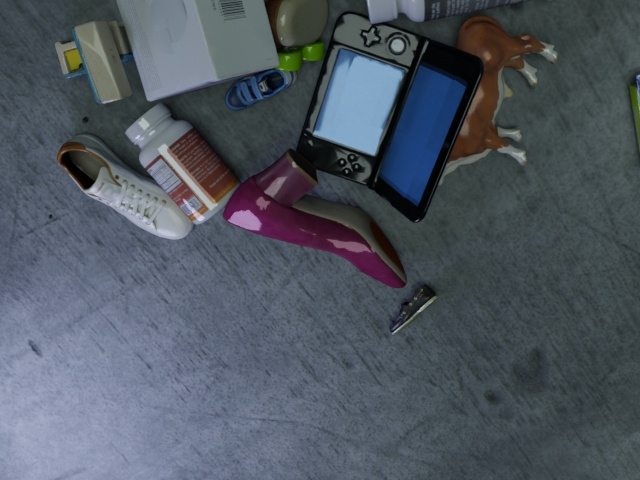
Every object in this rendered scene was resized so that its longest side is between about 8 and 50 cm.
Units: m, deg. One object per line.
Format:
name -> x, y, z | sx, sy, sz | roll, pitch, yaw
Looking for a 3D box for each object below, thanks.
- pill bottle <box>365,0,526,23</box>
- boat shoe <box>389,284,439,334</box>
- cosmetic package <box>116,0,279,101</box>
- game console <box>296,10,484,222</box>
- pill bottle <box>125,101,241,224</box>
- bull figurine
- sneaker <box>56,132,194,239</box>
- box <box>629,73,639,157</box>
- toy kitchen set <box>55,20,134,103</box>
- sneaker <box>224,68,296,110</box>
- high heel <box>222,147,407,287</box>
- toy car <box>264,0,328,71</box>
pill bottle -> 0.207, -0.442, 0.974 | 0.283, 0.161, 0.161 | -9, 110, 7
boat shoe -> 0.187, 0.145, 1.267 | 0.042, 0.049, 0.133 | 48, 117, 16
cosmetic package -> -0.208, -0.364, 0.990 | 0.224, 0.138, 0.224 | 2, 112, 46
game console -> 0.104, -0.218, 1.064 | 0.250, 0.173, 0.293 | 18, 111, -3
pill bottle -> -0.259, -0.146, 1.148 | 0.121, 0.121, 0.216 | -35, 104, 16
bull figurine -> 0.284, -0.230, 1.085 | 0.188, 0.101, 0.311 | 10, 114, -3
sneaker -> -0.382, -0.086, 1.182 | 0.290, 0.123, 0.106 | 36, 107, -10
box -> 0.621, -0.224, 1.089 | 0.108, 0.042, 0.178 | -15, 109, 9
toy kitchen set -> -0.399, -0.298, 1.055 | 0.166, 0.207, 0.122 | -12, 109, 9
sneaker -> -0.115, -0.281, 1.118 | 0.144, 0.059, 0.053 | -24, 109, 14
high heel -> 0.000, 0.000, 1.174 | 0.181, 0.127, 0.377 | -38, 112, 20
toy car -> -0.094, -0.396, 1.055 | 0.188, 0.149, 0.155 | 19, 125, 24
